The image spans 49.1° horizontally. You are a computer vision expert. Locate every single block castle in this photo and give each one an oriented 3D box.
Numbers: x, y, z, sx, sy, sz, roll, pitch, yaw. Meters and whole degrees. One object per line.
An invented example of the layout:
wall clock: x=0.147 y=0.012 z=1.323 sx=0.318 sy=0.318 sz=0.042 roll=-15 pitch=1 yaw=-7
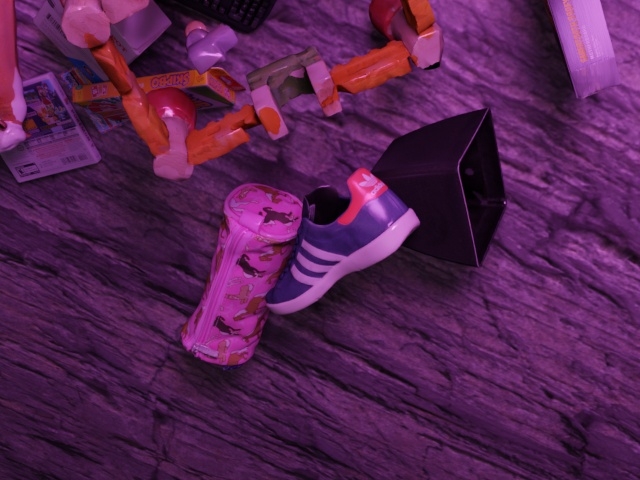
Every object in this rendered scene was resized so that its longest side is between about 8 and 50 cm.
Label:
block castle: x=-0.087 y=-0.308 z=0.921 sx=0.453 sy=0.213 sz=0.303 roll=-24 pitch=131 yaw=5

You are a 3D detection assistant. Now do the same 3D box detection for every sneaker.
sneaker: x=0.000 y=0.000 z=1.149 sx=0.148 sy=0.131 sz=0.350 roll=51 pitch=130 yaw=-3

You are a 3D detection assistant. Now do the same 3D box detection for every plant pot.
plant pot: x=0.187 y=-0.086 z=1.132 sx=0.167 sy=0.188 sz=0.187 roll=2 pitch=127 yaw=31

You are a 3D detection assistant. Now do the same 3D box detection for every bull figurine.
bull figurine: x=-0.590 y=-0.304 z=1.204 sx=0.188 sy=0.101 sz=0.310 roll=14 pitch=113 yaw=6

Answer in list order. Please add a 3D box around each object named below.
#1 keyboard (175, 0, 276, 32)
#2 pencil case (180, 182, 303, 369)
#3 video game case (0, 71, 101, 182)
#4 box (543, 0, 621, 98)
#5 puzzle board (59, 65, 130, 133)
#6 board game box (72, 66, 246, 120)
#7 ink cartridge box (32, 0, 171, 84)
keyboard: x=-0.204 y=-0.424 z=1.007 sx=0.317 sy=0.033 sz=0.201 roll=20 pitch=143 yaw=-17
pencil case: x=-0.149 y=0.072 z=1.327 sx=0.160 sy=0.167 sz=0.386 roll=11 pitch=127 yaw=-19
video game case: x=-0.540 y=-0.208 z=1.323 sx=0.201 sy=0.023 sz=0.183 roll=-10 pitch=122 yaw=22
box: x=0.313 y=-0.312 z=0.894 sx=0.056 sy=0.231 sz=0.183 roll=-17 pitch=120 yaw=21
puzzle board: x=-0.395 y=-0.259 z=1.255 sx=0.096 sy=0.011 sz=0.128 roll=-17 pitch=120 yaw=25
board game box: x=-0.262 y=-0.241 z=1.163 sx=0.259 sy=0.124 sz=0.039 roll=-7 pitch=84 yaw=14
ink cartridge box: x=-0.340 y=-0.337 z=1.082 sx=0.148 sy=0.086 sz=0.203 roll=49 pitch=151 yaw=-21
